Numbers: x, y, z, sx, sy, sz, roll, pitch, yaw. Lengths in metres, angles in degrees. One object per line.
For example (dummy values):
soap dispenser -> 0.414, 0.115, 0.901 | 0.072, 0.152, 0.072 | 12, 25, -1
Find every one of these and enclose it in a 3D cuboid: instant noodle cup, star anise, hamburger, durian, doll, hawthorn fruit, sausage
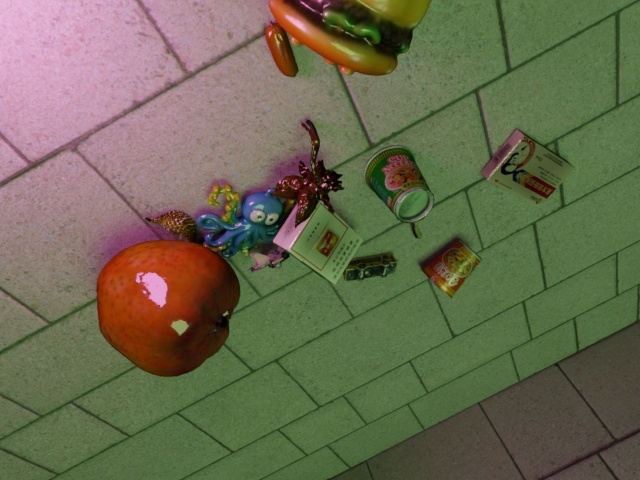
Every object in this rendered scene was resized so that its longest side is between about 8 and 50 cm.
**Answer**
instant noodle cup -> 0.286, -0.183, 1.840 | 0.207, 0.232, 0.207 | -11, 132, -13
star anise -> -0.040, -0.213, 1.700 | 0.237, 0.148, 0.346 | 7, 95, 13
hamburger -> 0.060, -0.585, 1.316 | 0.396, 0.395, 0.277 | 14, 122, -30
durian -> -0.486, -0.041, 1.771 | 0.100, 0.086, 0.215 | -27, 137, 21
doll -> -0.248, -0.058, 1.828 | 0.346, 0.098, 0.341 | 16, 121, -35
hawthorn fruit -> -0.505, 0.208, 1.744 | 0.472, 0.471, 0.471 | -11, 131, -13
sausage -> -0.111, -0.539, 1.508 | 0.062, 0.054, 0.183 | -3, 138, 18
instant noodle cup -> 0.567, 0.111, 2.251 | 0.212, 0.193, 0.193 | -47, 130, 10

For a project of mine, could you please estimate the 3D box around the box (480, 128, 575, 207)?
box -> 0.825, -0.277, 2.089 | 0.353, 0.069, 0.214 | 19, 119, -31

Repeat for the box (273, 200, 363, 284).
box -> -0.001, 0.000, 1.895 | 0.210, 0.095, 0.330 | -57, 139, -6

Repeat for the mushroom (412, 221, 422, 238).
mushroom -> 0.388, -0.070, 2.108 | 0.060, 0.061, 0.187 | -9, 144, 3

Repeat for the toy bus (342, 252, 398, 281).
toy bus -> 0.203, 0.114, 2.168 | 0.226, 0.074, 0.081 | -10, 130, -13

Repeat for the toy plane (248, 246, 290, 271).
toy plane -> -0.142, 0.049, 1.937 | 0.262, 0.192, 0.088 | -24, 100, -20
